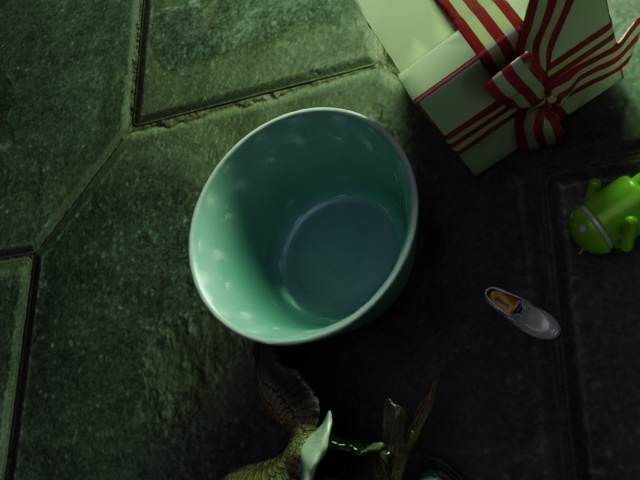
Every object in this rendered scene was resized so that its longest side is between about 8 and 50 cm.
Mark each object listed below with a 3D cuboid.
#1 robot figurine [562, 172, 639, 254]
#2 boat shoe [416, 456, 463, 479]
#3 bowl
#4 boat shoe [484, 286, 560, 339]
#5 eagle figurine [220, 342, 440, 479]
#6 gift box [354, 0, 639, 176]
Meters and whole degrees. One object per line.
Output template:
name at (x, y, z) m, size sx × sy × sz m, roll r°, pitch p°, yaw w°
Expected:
robot figurine at (0.340, -0.029, 0.776) m, size 0.115 × 0.067 × 0.101 m, roll -35°, pitch 35°, yaw 15°
boat shoe at (0.169, 0.336, 0.763) m, size 0.065 × 0.083 × 0.183 m, roll -31°, pitch 90°, yaw 17°
bowl at (0.000, 0.000, 0.882) m, size 0.311 × 0.163 × 0.312 m, roll -9°, pitch 67°, yaw 22°
boat shoe at (0.242, 0.086, 0.811) m, size 0.100 × 0.035 × 0.035 m, roll 37°, pitch 93°, yaw 31°
eagle figurine at (-0.032, 0.253, 0.810) m, size 0.298 × 0.226 × 0.225 m, roll 8°, pitch 115°, yaw 33°
gift box at (0.215, -0.260, 0.804) m, size 0.276 × 0.255 × 0.258 m, roll -36°, pitch 60°, yaw 21°
